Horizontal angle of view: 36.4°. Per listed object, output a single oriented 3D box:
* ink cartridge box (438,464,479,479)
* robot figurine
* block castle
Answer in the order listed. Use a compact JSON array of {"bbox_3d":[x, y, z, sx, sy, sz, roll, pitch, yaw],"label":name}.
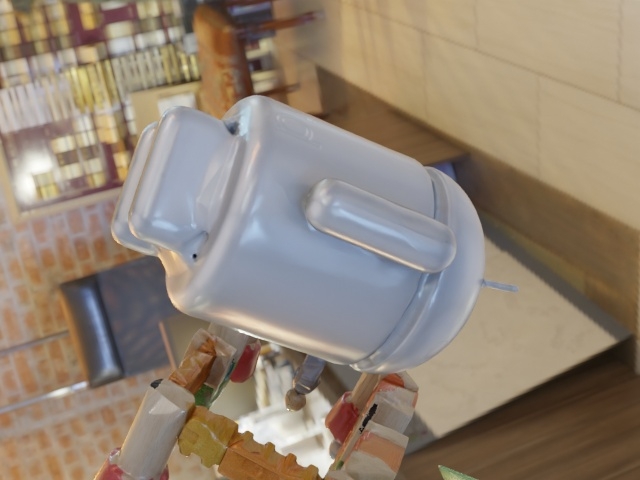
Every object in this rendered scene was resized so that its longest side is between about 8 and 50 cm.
[{"bbox_3d":[0.159,0.301,0.867,0.109,0.062,0.209,15,140,39],"label":"ink cartridge box"},{"bbox_3d":[0.000,0.000,0.872,0.300,0.353,0.200,-1,70,67],"label":"robot figurine"},{"bbox_3d":[-0.064,0.249,1.247,0.213,0.303,0.453,-64,-4,21],"label":"block castle"}]
